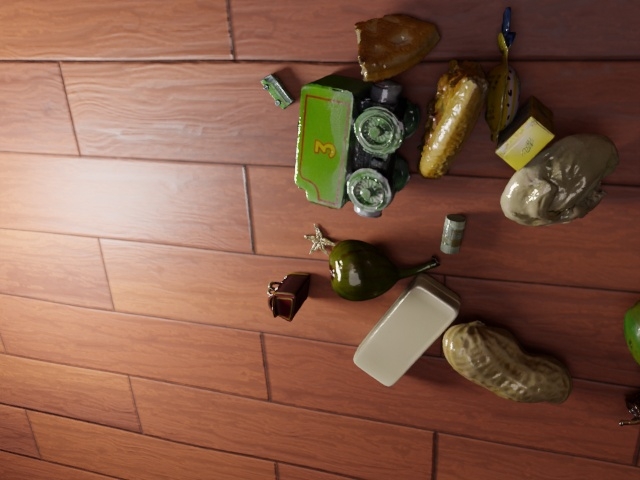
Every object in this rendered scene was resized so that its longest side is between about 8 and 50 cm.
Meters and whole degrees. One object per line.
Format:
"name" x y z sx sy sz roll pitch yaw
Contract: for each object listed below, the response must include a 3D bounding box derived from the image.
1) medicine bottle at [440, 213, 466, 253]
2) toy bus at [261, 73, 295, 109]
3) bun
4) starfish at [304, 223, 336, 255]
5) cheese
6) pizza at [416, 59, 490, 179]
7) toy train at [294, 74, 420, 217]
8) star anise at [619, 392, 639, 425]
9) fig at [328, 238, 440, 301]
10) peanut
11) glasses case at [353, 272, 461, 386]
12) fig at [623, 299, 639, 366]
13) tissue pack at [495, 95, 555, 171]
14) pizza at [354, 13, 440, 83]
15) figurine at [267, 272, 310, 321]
"medicine bottle" 0.304 -0.015 1.369 0.047 0.047 0.083 13 119 13
"toy bus" -0.099 -0.341 1.362 0.037 0.031 0.083 -34 100 22
"bun" 0.480 -0.103 1.172 0.237 0.210 0.116 -37 56 26
"starfish" 0.000 0.000 1.502 0.092 0.016 0.086 12 120 20
"cheese" 0.353 -0.317 1.151 0.064 0.156 0.250 3 101 9
"pizza" 0.246 -0.213 1.163 0.087 0.268 0.258 16 115 1
"toy train" 0.072 -0.202 1.293 0.249 0.173 0.307 16 119 19
"star anise" 0.811 0.375 1.339 0.190 0.126 0.220 12 115 9
"fig" 0.149 0.071 1.447 0.259 0.151 0.151 -1 118 -10
"peanut" 0.445 0.296 1.423 0.325 0.140 0.153 21 78 1
"glasses case" 0.214 0.231 1.507 0.131 0.070 0.313 34 121 1
"fig" 0.740 0.201 1.255 0.191 0.181 0.181 45 123 20
"tissue pack" 0.401 -0.211 1.163 0.062 0.176 0.095 40 121 -3
"pizza" 0.130 -0.397 1.211 0.161 0.182 0.062 41 166 17
"figurine" -0.094 0.139 1.523 0.098 0.154 0.082 20 120 13
